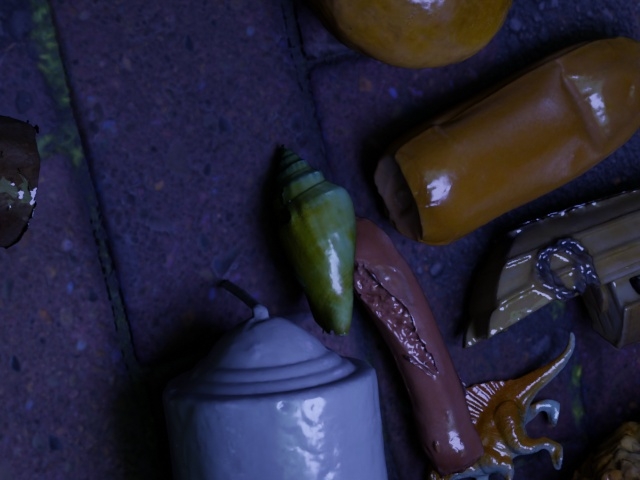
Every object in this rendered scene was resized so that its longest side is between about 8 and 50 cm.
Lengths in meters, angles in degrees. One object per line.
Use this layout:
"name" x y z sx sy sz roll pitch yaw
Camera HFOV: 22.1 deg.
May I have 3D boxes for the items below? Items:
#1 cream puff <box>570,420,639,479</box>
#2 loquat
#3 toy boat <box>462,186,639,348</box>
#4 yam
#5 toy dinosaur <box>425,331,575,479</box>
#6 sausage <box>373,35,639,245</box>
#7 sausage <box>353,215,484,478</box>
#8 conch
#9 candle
"cream puff" 0.367 0.330 1.767 0.231 0.327 0.343 -7 64 11
"loquat" 0.092 -0.282 1.624 0.238 0.193 0.238 -5 103 -21
"toy boat" 0.354 0.027 1.816 0.445 0.136 0.162 -16 84 -21
"yam" -0.377 -0.065 1.450 0.238 0.129 0.128 7 78 -27
"toy dinosaur" 0.198 0.196 1.809 0.142 0.057 0.212 12 77 -7
"sausage" 0.220 -0.113 1.747 0.354 0.116 0.134 -27 92 -24
"sausage" 0.096 0.111 1.725 0.078 0.078 0.304 -29 105 -21
"conch" -0.004 -0.002 1.658 0.079 0.095 0.201 -6 87 -9
"candle" -0.042 0.220 1.591 0.221 0.221 0.343 -11 100 -25
